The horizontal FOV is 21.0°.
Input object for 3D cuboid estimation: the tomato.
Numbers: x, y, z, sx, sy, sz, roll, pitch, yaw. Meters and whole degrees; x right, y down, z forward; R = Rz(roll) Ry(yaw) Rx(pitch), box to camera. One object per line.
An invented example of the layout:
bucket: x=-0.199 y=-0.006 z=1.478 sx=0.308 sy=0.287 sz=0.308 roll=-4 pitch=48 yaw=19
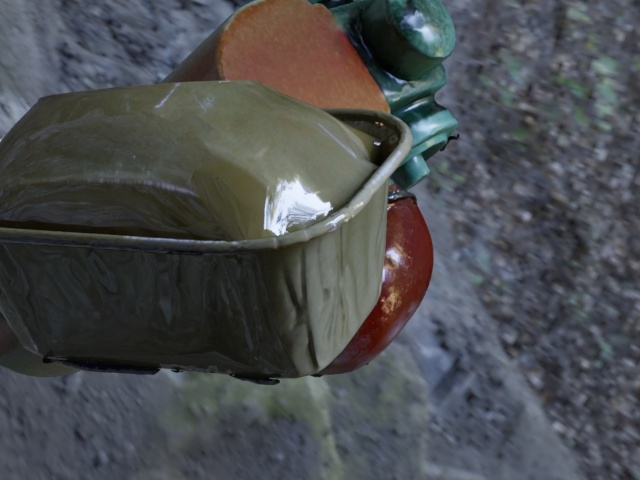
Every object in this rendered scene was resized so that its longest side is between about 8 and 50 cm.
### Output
tomato: x=0.001 y=0.000 z=1.544 sx=0.228 sy=0.101 sz=0.228 roll=7 pitch=58 yaw=-12

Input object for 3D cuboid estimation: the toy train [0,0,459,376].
toy train: x=-0.060 y=-0.028 z=0.839 sx=0.177 sy=0.285 sz=0.116 roll=-26 pitch=83 yaw=-48

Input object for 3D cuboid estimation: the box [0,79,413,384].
box: x=-0.054 y=-0.011 z=0.621 sx=0.111 sy=0.177 sz=0.111 roll=-6 pitch=97 yaw=-62
